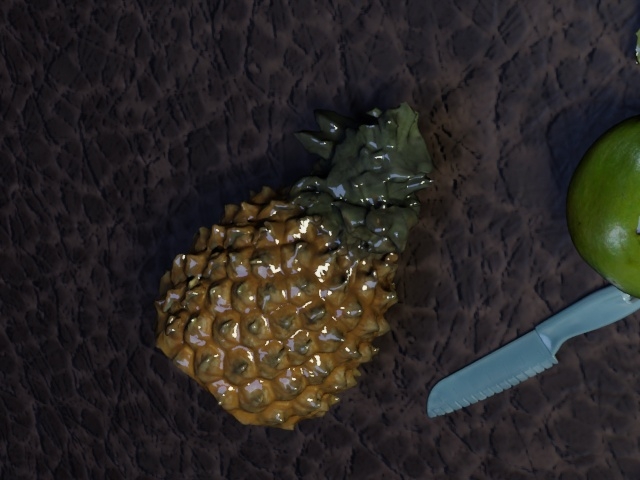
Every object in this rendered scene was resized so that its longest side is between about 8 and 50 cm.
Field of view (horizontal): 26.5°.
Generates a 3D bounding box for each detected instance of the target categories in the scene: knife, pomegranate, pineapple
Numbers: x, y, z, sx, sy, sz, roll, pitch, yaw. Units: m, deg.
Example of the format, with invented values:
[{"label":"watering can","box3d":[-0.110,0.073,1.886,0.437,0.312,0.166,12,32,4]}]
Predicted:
[{"label":"knife","box3d":[0.211,0.103,1.311,0.313,0.019,0.044,-34,89,37]},{"label":"pomegranate","box3d":[0.301,-0.048,1.112,0.180,0.180,0.209,24,111,23]},{"label":"pineapple","box3d":[0.001,0.000,1.305,0.223,0.223,0.357,41,114,14]}]

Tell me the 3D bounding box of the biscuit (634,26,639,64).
[{"label":"biscuit","box3d":[0.411,-0.168,1.079,0.323,0.038,0.099,9,106,28]}]
